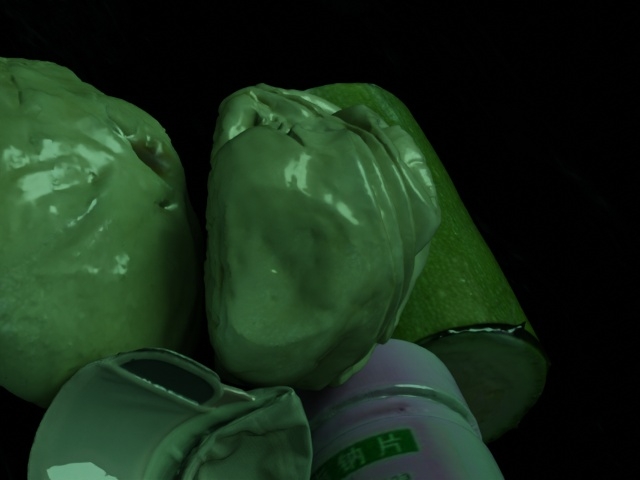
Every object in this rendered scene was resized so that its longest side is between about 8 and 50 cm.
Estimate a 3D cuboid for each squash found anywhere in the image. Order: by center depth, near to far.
[{"bbox_3d":[0.056,0.042,1.908,0.263,0.263,0.384,25,30,-46],"label":"squash"}]

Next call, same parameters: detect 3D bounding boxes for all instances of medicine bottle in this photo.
[{"bbox_3d":[0.075,0.264,1.572,0.212,0.212,0.325,33,21,-33],"label":"medicine bottle"}]

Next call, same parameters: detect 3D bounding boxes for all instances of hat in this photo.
[{"bbox_3d":[-0.128,0.213,1.456,0.226,0.220,0.164,16,-19,5],"label":"hat"}]

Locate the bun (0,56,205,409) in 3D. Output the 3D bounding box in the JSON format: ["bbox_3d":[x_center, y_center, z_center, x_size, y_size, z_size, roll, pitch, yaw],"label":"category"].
[{"bbox_3d":[-0.226,-0.025,1.552,0.364,0.202,0.364,42,21,-20],"label":"bun"}]

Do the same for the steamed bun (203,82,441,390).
[{"bbox_3d":[0.000,-0.003,1.564,0.289,0.203,0.276,114,-23,-85],"label":"steamed bun"}]
